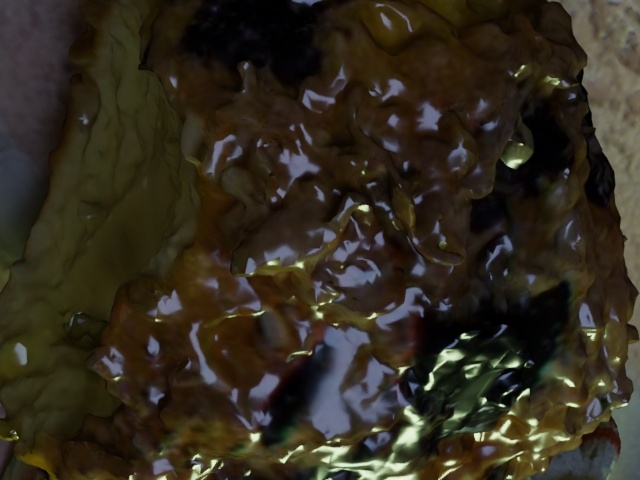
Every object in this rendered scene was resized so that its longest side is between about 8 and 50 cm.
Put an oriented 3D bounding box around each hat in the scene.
[{"bbox_3d":[0.159,0.144,1.282,0.112,0.162,0.093,7,114,-20],"label":"hat"}]

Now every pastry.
[{"bbox_3d":[0.010,0.010,1.080,0.337,0.292,0.405,9,117,-25],"label":"pastry"}]

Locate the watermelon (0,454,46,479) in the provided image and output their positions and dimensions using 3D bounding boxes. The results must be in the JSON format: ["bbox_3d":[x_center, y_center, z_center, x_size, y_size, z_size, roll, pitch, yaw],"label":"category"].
[{"bbox_3d":[-0.180,0.236,1.222,0.063,0.119,0.245,7,91,-13],"label":"watermelon"}]
